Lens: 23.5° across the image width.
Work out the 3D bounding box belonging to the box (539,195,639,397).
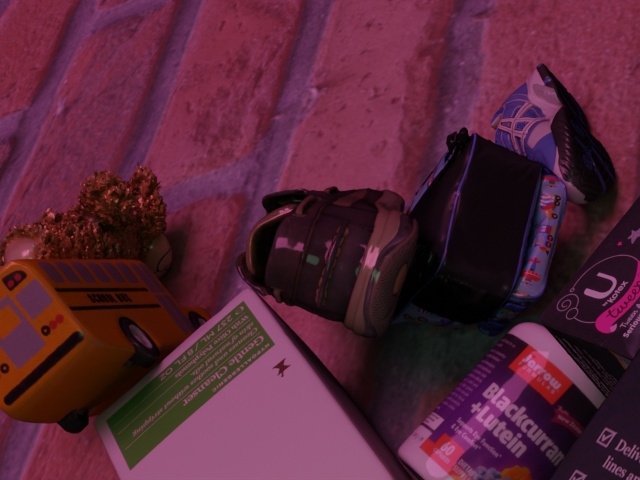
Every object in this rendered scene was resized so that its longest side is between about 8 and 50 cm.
[{"bbox_3d":[0.311,0.030,1.116,0.247,0.163,0.142,-49,30,-11],"label":"box"}]

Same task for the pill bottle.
[{"bbox_3d":[0.162,0.133,1.199,0.193,0.108,0.108,-46,34,-6],"label":"pill bottle"}]

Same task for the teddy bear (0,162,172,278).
[{"bbox_3d":[-0.246,0.034,1.641,0.113,0.338,0.245,15,94,11],"label":"teddy bear"}]

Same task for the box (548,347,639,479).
[{"bbox_3d":[0.335,0.140,0.867,0.395,0.212,0.293,-54,30,-5],"label":"box"}]

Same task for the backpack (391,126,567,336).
[{"bbox_3d":[0.127,0.011,1.364,0.173,0.117,0.158,124,165,-61],"label":"backpack"}]

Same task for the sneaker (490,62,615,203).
[{"bbox_3d":[0.213,-0.084,1.434,0.081,0.080,0.211,-38,23,16],"label":"sneaker"}]

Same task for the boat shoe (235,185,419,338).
[{"bbox_3d":[0.000,0.000,1.366,0.355,0.130,0.132,180,109,-85],"label":"boat shoe"}]

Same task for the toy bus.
[{"bbox_3d":[-0.205,0.091,1.440,0.108,0.130,0.333,-43,-11,11],"label":"toy bus"}]

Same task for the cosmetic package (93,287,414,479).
[{"bbox_3d":[-0.027,0.219,1.252,0.197,0.155,0.365,-41,32,-2],"label":"cosmetic package"}]
